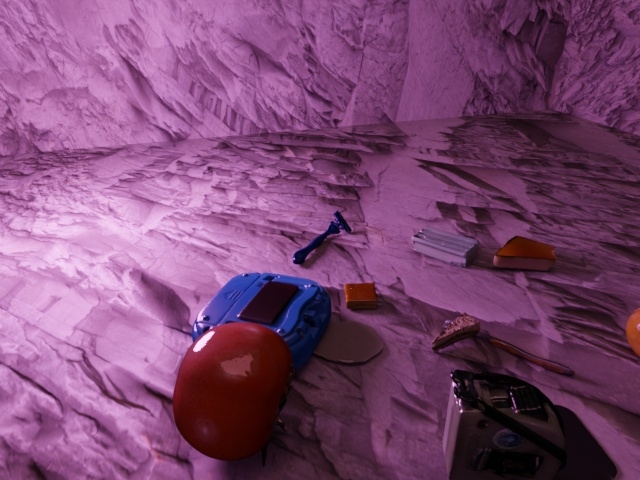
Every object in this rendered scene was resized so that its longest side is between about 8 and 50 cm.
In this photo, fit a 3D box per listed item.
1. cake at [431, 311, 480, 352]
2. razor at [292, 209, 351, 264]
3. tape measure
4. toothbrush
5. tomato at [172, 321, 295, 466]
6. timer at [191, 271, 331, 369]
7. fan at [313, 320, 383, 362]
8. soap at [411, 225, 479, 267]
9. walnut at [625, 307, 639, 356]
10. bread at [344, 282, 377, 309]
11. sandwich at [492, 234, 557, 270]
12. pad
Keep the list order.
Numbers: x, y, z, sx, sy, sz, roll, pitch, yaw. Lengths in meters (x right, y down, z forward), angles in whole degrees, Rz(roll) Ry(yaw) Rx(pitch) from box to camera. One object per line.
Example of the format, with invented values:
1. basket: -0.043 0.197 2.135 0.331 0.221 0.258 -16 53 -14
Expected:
1. cake: 0.328 0.230 1.184 0.139 0.051 0.055 -21 38 -12
2. razor: -0.007 0.004 1.667 0.056 0.093 0.324 -32 6 45
3. tape measure: 0.317 0.329 0.805 0.206 0.235 0.115 2 30 7
4. toothbrush: 0.455 0.261 1.169 0.320 0.023 0.031 17 40 34
5. tomato: -0.163 0.285 0.916 0.224 0.256 0.256 15 28 -1
6. timer: -0.144 0.197 1.223 0.308 0.115 0.340 8 28 17
7. fan: 0.004 0.271 1.186 0.310 0.010 0.182 -11 25 -18
8. soap: 0.419 0.019 1.593 0.198 0.064 0.114 21 37 37
9. walnut: 0.816 0.228 1.079 0.159 0.159 0.206 -20 39 -31
10. bread: 0.116 0.160 1.369 0.090 0.035 0.094 -2 28 0
11. sandwich: 0.668 0.054 1.519 0.162 0.058 0.193 22 33 36
12. pad: 0.409 0.402 0.922 0.266 0.004 0.181 -5 28 -6
